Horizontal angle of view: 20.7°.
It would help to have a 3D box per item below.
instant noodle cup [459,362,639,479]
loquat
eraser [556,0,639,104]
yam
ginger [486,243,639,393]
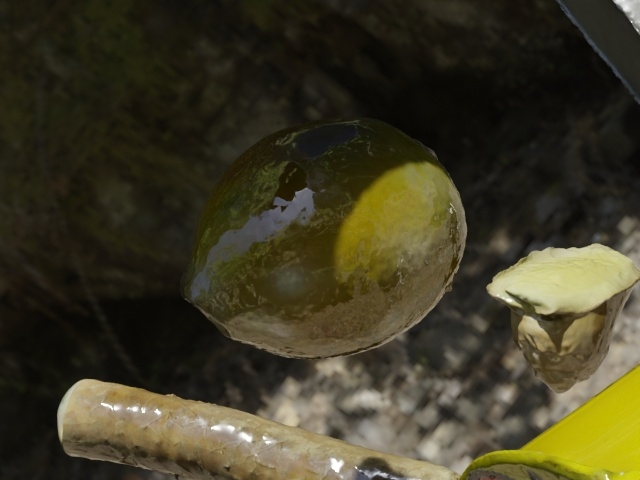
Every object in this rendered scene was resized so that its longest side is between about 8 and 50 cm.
[{"bbox_3d":[0.162,0.105,0.625,0.144,0.182,0.182,-38,19,-24],"label":"instant noodle cup"},{"bbox_3d":[0.000,0.000,1.065,0.195,0.152,0.152,-34,16,-28],"label":"loquat"},{"bbox_3d":[0.244,-0.151,1.167,0.111,0.077,0.352,-24,50,-9],"label":"eraser"},{"bbox_3d":[-0.053,0.175,1.384,0.357,0.081,0.081,11,61,21],"label":"yam"},{"bbox_3d":[0.269,0.076,1.820,0.115,0.122,0.193,8,24,42],"label":"ginger"}]
